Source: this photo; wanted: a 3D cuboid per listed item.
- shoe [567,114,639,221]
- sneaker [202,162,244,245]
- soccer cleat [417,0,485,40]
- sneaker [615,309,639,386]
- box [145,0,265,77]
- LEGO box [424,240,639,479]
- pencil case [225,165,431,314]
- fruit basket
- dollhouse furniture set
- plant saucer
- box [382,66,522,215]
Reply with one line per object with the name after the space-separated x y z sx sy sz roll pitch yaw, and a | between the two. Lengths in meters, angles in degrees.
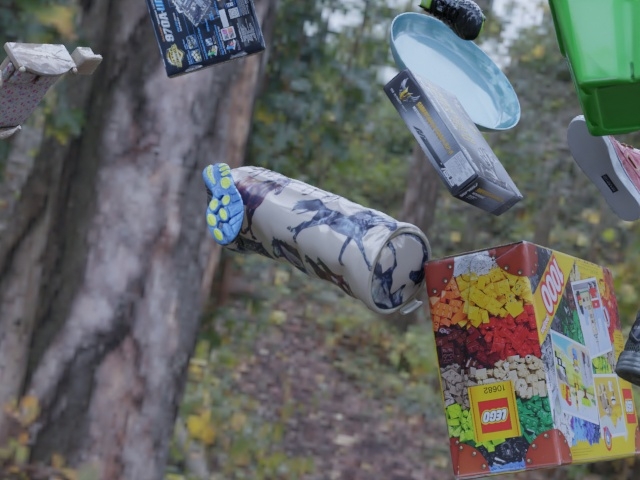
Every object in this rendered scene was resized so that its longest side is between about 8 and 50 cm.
0.428 -0.119 1.876 0.063 0.178 0.081 -22 18 48 | shoe
-0.163 -0.057 2.227 0.067 0.078 0.188 -16 42 1 | sneaker
0.196 -0.359 2.002 0.072 0.060 0.179 6 28 -26 | soccer cleat
0.432 0.127 1.486 0.227 0.130 0.087 28 -12 -39 | sneaker
-0.203 -0.402 2.173 0.175 0.220 0.051 -17 5 0 | box
0.392 0.222 2.311 0.193 0.372 0.500 -13 -12 27 | LEGO box
0.000 0.000 2.278 0.410 0.160 0.183 22 -34 36 | pencil case
0.473 -0.331 1.635 0.392 0.392 0.283 10 -16 20 | fruit basket
-0.556 -0.178 2.248 0.356 0.303 0.173 -11 61 -55 | dollhouse furniture set
0.258 -0.323 2.544 0.318 0.043 0.317 27 35 -21 | plant saucer
0.214 -0.157 2.074 0.183 0.056 0.231 17 39 -57 | box
